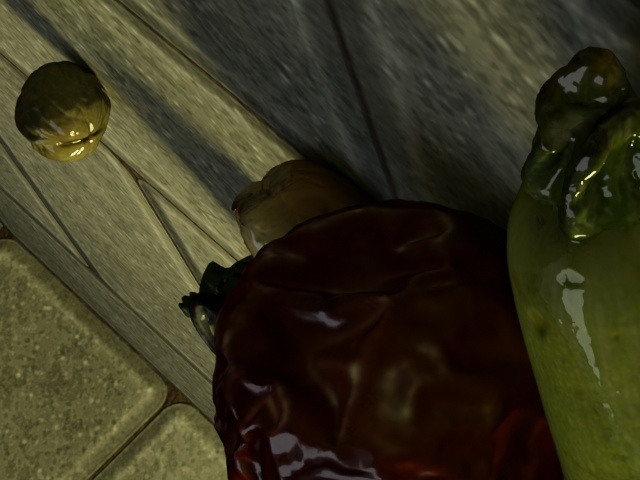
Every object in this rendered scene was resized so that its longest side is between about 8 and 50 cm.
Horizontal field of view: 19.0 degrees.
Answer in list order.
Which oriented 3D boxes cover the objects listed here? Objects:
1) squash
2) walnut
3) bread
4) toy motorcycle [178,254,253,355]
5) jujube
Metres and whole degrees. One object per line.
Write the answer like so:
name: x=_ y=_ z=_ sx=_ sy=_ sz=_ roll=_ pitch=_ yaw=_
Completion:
squash: x=0.134 y=0.027 z=0.769 sx=0.137 sy=0.137 sz=0.287 roll=30 pitch=150 yaw=55
walnut: x=-0.218 y=-0.110 z=1.624 sx=0.092 sy=0.092 sz=0.092 roll=43 pitch=169 yaw=10
bread: x=-0.001 y=0.000 z=1.218 sx=0.106 sy=0.082 sz=0.125 roll=57 pitch=178 yaw=-8
toy motorcycle: x=0.005 y=0.125 z=1.538 sx=0.205 sy=0.127 sz=0.275 roll=26 pitch=155 yaw=53
jujube: x=0.076 y=0.113 z=1.071 sx=0.216 sy=0.216 sz=0.342 roll=38 pitch=173 yaw=35
